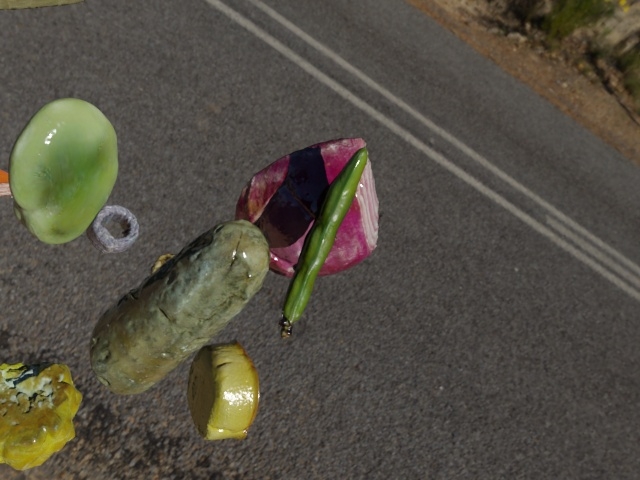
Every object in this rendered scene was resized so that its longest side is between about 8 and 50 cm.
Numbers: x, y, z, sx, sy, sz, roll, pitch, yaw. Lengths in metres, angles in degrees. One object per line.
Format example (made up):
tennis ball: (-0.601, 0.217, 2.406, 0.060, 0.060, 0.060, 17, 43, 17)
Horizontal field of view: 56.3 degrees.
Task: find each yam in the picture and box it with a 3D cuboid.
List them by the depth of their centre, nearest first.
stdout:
yam: (-0.187, 0.085, 0.800, 0.133, 0.330, 0.133, 31, 37, -28)

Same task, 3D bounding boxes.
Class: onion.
onion: (-0.009, -0.017, 0.966, 0.247, 0.250, 0.111, -20, 43, -3)

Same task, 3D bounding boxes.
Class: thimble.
thimble: (-0.655, -0.035, 1.886, 0.150, 0.097, 0.150, 13, 66, -31)

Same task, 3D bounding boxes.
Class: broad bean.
broad bean: (0.000, -0.001, 0.860, 0.043, 0.298, 0.060, 22, 8, -7)
broad bean: (-0.381, -0.099, 0.899, 0.100, 0.228, 0.169, 34, 40, 27)

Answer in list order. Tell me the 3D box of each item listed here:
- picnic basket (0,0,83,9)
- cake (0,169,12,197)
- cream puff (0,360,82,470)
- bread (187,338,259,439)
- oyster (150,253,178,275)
picnic basket: (-0.292, -0.328, 0.476, 0.165, 0.139, 0.267, -17, 78, -28)
cake: (-0.838, -0.140, 1.418, 0.287, 0.098, 0.135, 16, 53, -38)
cream puff: (-0.699, 0.411, 1.398, 0.281, 0.185, 0.282, 7, 45, -7)
bread: (-0.261, 0.404, 1.621, 0.147, 0.270, 0.270, 4, 51, -33)
oyster: (-0.498, 0.204, 1.852, 0.128, 0.078, 0.345, 18, 82, -10)
